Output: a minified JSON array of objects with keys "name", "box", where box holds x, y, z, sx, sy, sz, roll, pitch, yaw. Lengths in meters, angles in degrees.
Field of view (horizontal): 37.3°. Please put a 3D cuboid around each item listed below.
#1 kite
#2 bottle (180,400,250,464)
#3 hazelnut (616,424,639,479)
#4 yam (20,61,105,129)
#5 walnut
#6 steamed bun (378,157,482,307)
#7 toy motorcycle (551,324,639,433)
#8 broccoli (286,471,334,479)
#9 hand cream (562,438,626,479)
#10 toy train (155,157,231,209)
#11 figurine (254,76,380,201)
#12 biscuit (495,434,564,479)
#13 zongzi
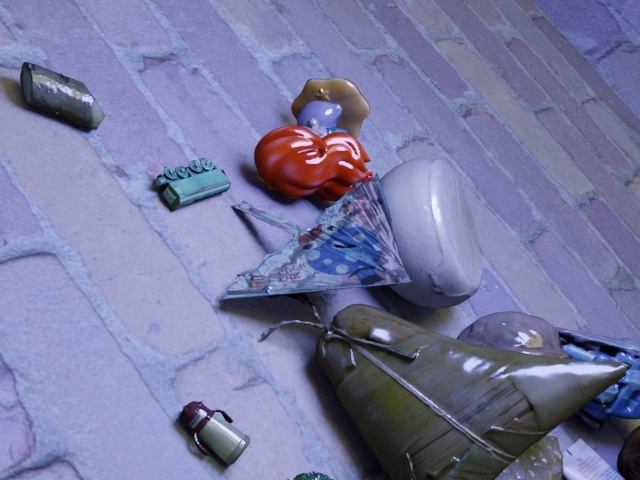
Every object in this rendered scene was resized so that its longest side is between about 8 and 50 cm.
[{"name":"kite","box":[0.000,0.001,1.555,0.369,0.014,0.406,25,46,32]},{"name":"bottle","box":[-0.146,0.256,1.288,0.101,0.047,0.063,38,21,1]},{"name":"hazelnut","box":[0.653,0.415,1.723,0.218,0.233,0.218,4,55,-5]},{"name":"yam","box":[-0.409,-0.231,1.512,0.147,0.069,0.069,19,42,-28]},{"name":"walnut","box":[0.322,0.226,1.619,0.224,0.224,0.224,26,39,-23]},{"name":"steamed bun","box":[0.178,-0.008,1.734,0.283,0.177,0.282,47,35,-50]},{"name":"toy motorcycle","box":[0.557,0.246,1.853,0.319,0.182,0.241,20,41,-31]},{"name":"broccoli","box":[0.022,0.415,1.140,0.295,0.265,0.245,32,64,3]},{"name":"hand cream","box":[0.528,0.468,1.701,0.248,0.083,0.133,47,31,24]},{"name":"toy train","box":[-0.214,-0.097,1.590,0.071,0.038,0.148,53,36,9]},{"name":"figurine","box":[0.001,-0.170,1.763,0.208,0.181,0.257,59,34,-30]},{"name":"biscuit","box":[0.324,0.397,1.598,0.290,0.038,0.141,8,49,-37]},{"name":"zongzi","box":[0.178,0.158,1.453,0.447,0.418,0.181,54,9,18]}]
